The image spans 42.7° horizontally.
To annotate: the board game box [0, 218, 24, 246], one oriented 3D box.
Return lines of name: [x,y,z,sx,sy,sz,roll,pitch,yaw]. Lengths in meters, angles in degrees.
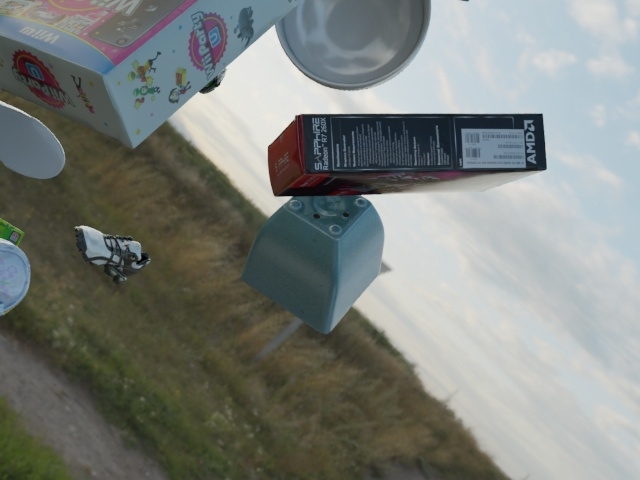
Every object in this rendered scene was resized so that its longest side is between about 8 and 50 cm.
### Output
board game box: [-0.689,-0.044,1.616,0.092,0.043,0.181,6,-25,44]

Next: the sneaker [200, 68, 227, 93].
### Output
sneaker: [-0.264,-0.409,1.899,0.343,0.134,0.146,-97,175,-69]

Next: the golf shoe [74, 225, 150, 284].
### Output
golf shoe: [-0.399,0.012,1.572,0.198,0.093,0.077,55,13,-65]

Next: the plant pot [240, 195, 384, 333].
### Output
plant pot: [0.000,0.000,1.819,0.247,0.247,0.252,32,-39,15]

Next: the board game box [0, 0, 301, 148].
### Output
board game box: [-0.194,-0.257,0.891,0.224,0.303,0.098,24,-33,26]

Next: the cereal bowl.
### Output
cereal bowl: [0.071,-0.490,1.800,0.339,0.339,0.141,44,2,3]

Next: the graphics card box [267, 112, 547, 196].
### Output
graphics card box: [0.122,-0.126,1.238,0.233,0.370,0.094,159,-73,-75]

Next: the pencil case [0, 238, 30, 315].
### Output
pencil case: [-0.588,0.033,1.327,0.273,0.124,0.113,19,25,35]

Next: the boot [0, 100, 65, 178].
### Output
boot: [-0.540,-0.195,1.353,0.258,0.095,0.123,35,0,-19]
